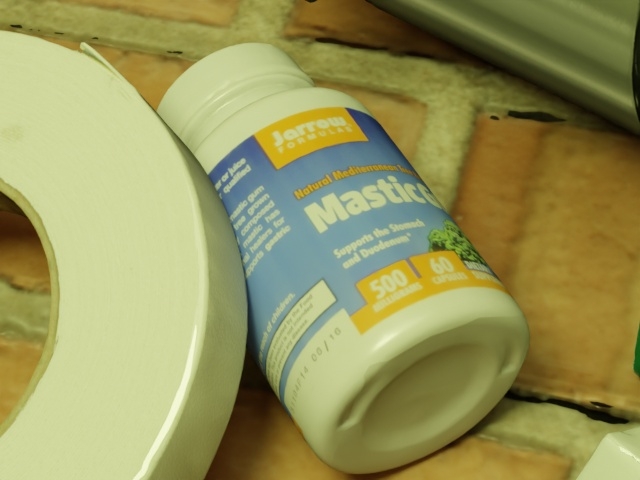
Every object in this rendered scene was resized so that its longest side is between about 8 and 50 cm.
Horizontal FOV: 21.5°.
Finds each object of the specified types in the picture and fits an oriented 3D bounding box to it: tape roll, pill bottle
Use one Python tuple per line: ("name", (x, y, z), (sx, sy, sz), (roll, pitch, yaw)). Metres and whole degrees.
("tape roll", (-0.235, 0.057, 1.011), (0.392, 0.072, 0.392), (-7, 67, 16))
("pill bottle", (0.000, 0.000, 1.066), (0.152, 0.152, 0.272), (-25, 56, -14))

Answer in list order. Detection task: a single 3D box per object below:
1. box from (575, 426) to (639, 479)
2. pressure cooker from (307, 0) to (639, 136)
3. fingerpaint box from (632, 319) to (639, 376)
("box", (0.227, 0.186, 0.877), (0.182, 0.119, 0.181), (40, 25, 29))
("pressure cooker", (0.173, -0.295, 1.129), (0.420, 0.375, 0.370), (30, 19, 27))
("fingerpaint box", (0.473, 0.059, 0.978), (0.371, 0.163, 0.445), (-39, 60, -22))
